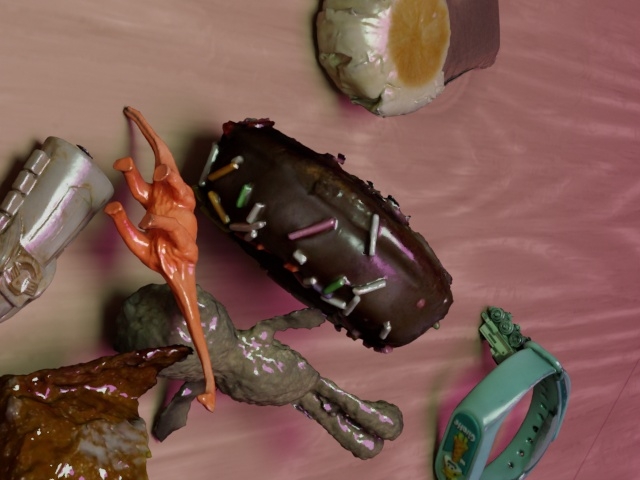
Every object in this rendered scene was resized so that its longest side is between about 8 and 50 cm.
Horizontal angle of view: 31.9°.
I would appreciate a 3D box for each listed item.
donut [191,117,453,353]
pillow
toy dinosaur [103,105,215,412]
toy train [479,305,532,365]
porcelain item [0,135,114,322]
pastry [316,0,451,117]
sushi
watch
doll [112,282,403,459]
[{"bbox_3d":[0.000,0.000,1.001,0.103,0.270,0.270,-51,137,-9],"label":"donut"},{"bbox_3d":[0.151,-0.246,1.306,0.211,0.034,0.135,-30,124,-43],"label":"pillow"},{"bbox_3d":[-0.122,0.000,0.879,0.101,0.055,0.279,47,29,-52],"label":"toy dinosaur"},{"bbox_3d":[0.242,0.128,1.486,0.053,0.083,0.033,-47,147,18],"label":"toy train"},{"bbox_3d":[-0.241,0.022,0.849,0.213,0.054,0.084,-58,137,-24],"label":"porcelain item"},{"bbox_3d":[0.069,-0.210,1.153,0.166,0.088,0.166,-14,111,-42],"label":"pastry"},{"bbox_3d":[-0.199,0.222,0.879,0.179,0.167,0.296,19,73,-36],"label":"sushi"},{"bbox_3d":[0.244,0.242,1.456,0.195,0.068,0.237,-17,132,-35],"label":"watch"},{"bbox_3d":[-0.044,0.114,1.000,0.202,0.286,0.091,116,-16,-53],"label":"doll"}]
